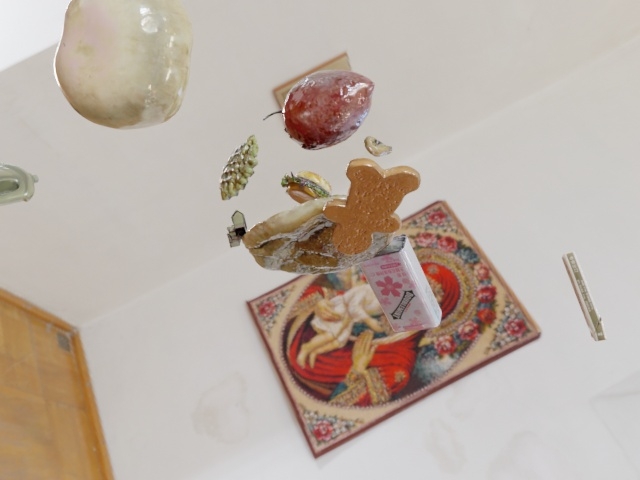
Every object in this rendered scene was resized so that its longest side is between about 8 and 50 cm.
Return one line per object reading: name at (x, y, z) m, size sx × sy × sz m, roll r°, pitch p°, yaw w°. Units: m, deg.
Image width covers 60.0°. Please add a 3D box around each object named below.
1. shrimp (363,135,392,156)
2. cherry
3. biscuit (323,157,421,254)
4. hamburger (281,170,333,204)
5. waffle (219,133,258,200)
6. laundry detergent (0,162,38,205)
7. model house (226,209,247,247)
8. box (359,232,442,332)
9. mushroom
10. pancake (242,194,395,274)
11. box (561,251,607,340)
shrimp at (0.139, -0.231, 1.346) m, size 0.059 × 0.023 × 0.108 m, roll 55°, pitch 35°, yaw 9°
cherry at (0.019, -0.312, 1.295) m, size 0.175 × 0.249 × 0.192 m, roll 65°, pitch 29°, yaw -8°
biscuit at (0.090, -0.063, 1.117) m, size 0.250 × 0.165 × 0.036 m, roll 111°, pitch -13°, yaw -45°
hamburger at (-0.039, -0.177, 1.874) m, size 0.189 × 0.093 × 0.164 m, roll 28°, pitch -18°, yaw -12°
waffle at (-0.286, -0.248, 1.911) m, size 0.054 × 0.223 × 0.204 m, roll 24°, pitch 36°, yaw -33°
laundry detergent at (-0.865, -0.142, 1.468) m, size 0.181 × 0.091 × 0.253 m, roll 24°, pitch 25°, yaw 22°
model house at (-0.215, -0.029, 1.421) m, size 0.083 × 0.057 × 0.058 m, roll 83°, pitch -8°, yaw -55°
box at (0.279, 0.155, 1.964) m, size 0.370 × 0.190 × 0.112 m, roll 63°, pitch 30°, yaw -26°
mushroom at (-0.324, -0.319, 0.978) m, size 0.254 × 0.260 × 0.234 m, roll 64°, pitch 19°, yaw 2°
pancake at (0.001, 0.000, 1.380) m, size 0.387 × 0.387 × 0.082 m, roll 64°, pitch 16°, yaw -62°
box at (0.588, 0.123, 1.238) m, size 0.109 × 0.029 × 0.198 m, roll 13°, pitch 59°, yaw -68°
